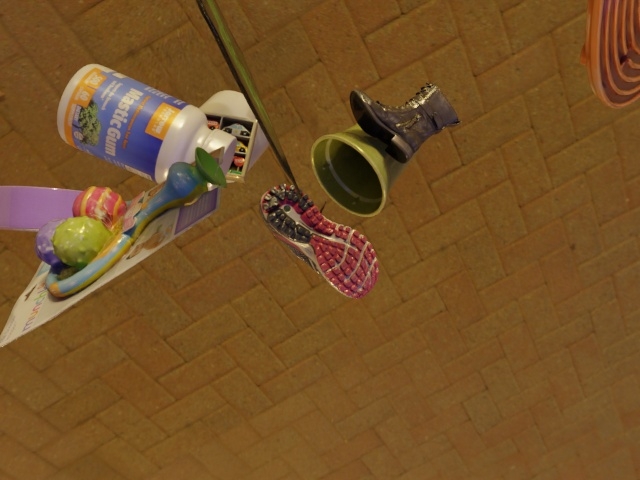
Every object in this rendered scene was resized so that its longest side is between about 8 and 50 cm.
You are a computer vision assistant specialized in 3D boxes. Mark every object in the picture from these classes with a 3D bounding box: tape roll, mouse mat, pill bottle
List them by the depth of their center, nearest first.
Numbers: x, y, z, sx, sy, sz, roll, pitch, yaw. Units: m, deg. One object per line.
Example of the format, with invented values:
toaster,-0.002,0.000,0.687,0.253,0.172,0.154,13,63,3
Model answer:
mouse mat,-0.058,-0.127,0.340,0.007,0.152,0.189,-24,154,3
pill bottle,-0.294,-0.186,0.860,0.272,0.152,0.152,23,111,-3
tape roll,-0.609,-0.064,1.133,0.275,0.275,0.090,3,89,-17
tape roll,-0.301,-0.331,1.560,0.246,0.169,0.246,16,137,15

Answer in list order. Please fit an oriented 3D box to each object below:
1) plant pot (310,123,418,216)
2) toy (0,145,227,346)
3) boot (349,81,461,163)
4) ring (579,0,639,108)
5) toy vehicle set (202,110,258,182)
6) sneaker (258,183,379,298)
plant pot,0.156,-0.253,1.454,0.254,0.276,0.276,-42,125,-27
toy,-0.197,-0.015,0.439,0.237,0.136,0.056,-27,123,8
boot,0.231,-0.358,1.329,0.229,0.091,0.263,-44,95,-15
ring,0.233,-0.249,0.287,0.337,0.032,0.336,-30,135,-35
toy vehicle set,-0.309,-0.251,1.255,0.267,0.035,0.165,9,75,0
sneaker,0.000,0.000,1.013,0.299,0.112,0.121,45,75,-8
